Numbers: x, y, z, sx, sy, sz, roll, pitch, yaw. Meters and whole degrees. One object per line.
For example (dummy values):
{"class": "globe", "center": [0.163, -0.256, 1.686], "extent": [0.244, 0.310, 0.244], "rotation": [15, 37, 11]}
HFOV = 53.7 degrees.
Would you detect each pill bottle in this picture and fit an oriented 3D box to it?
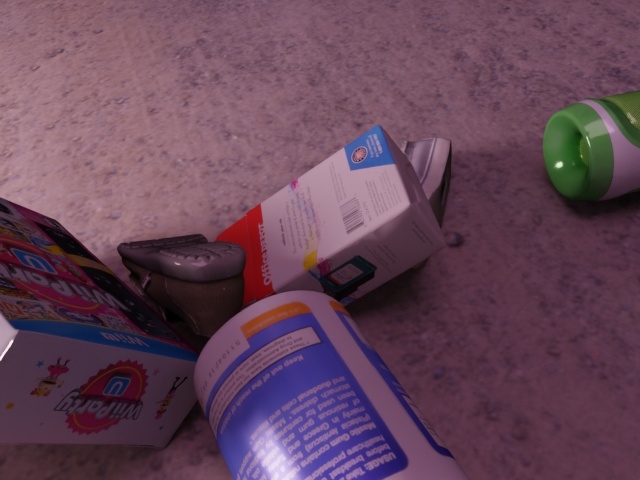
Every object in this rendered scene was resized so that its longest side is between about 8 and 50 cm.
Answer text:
{"class": "pill bottle", "center": [0.018, 0.178, 0.475], "extent": [0.152, 0.152, 0.272], "rotation": [-22, 48, -16]}

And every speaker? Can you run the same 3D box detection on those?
{"class": "speaker", "center": [0.433, -0.131, 0.766], "extent": [0.296, 0.131, 0.131], "rotation": [-12, 45, -7]}

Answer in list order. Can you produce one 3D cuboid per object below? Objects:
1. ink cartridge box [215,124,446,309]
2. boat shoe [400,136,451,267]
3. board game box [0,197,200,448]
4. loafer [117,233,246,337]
{"class": "ink cartridge box", "center": [0.000, 0.000, 0.667], "extent": [0.231, 0.078, 0.134], "rotation": [-32, 42, 19]}
{"class": "boat shoe", "center": [0.104, -0.050, 0.756], "extent": [0.081, 0.079, 0.228], "rotation": [5, 39, 19]}
{"class": "board game box", "center": [-0.271, 0.053, 0.567], "extent": [0.303, 0.224, 0.098], "rotation": [35, 91, 31]}
{"class": "loafer", "center": [-0.142, 0.044, 0.627], "extent": [0.094, 0.088, 0.251], "rotation": [-8, 7, -24]}
